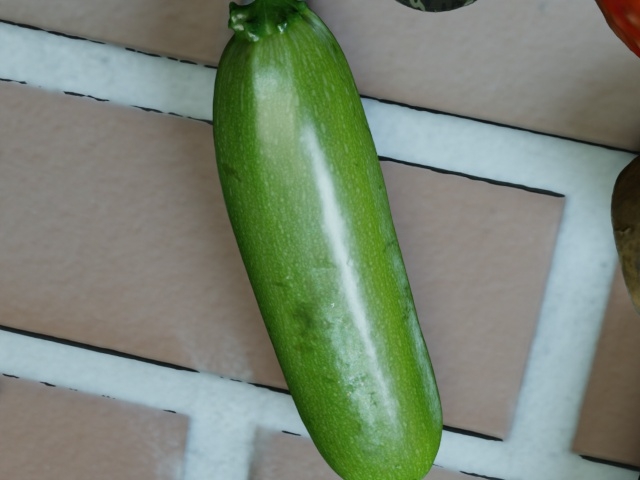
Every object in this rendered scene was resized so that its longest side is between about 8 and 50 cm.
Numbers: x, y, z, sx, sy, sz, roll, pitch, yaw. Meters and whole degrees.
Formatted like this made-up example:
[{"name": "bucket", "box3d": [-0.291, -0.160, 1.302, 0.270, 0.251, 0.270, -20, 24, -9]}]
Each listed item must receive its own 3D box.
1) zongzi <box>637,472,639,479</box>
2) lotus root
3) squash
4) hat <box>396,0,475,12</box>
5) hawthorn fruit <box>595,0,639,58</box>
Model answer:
[{"name": "zongzi", "box3d": [0.340, 0.224, 1.223, 0.317, 0.154, 0.289, 9, 117, -7]}, {"name": "lotus root", "box3d": [0.220, -0.007, 1.129, 0.081, 0.122, 0.112, -16, 138, 27]}, {"name": "squash", "box3d": [0.000, 0.000, 1.193, 0.101, 0.101, 0.378, -6, 118, 16]}, {"name": "hat", "box3d": [0.059, -0.184, 1.108, 0.121, 0.050, 0.121, 5, 116, 11]}, {"name": "hawthorn fruit", "box3d": [0.222, -0.236, 0.939, 0.287, 0.287, 0.330, -37, 90, 27]}]
